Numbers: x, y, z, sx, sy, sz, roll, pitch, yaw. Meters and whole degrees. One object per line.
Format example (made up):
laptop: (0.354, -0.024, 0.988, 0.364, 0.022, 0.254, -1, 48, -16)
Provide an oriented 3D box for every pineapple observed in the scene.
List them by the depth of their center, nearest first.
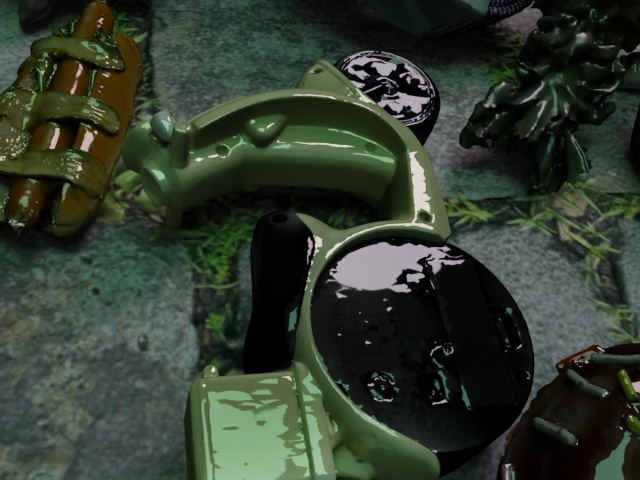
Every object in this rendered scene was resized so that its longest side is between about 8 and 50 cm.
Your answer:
pineapple: (0.253, -0.217, 0.681, 0.175, 0.175, 0.361, 35, 81, 16)

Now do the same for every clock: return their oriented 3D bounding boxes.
clock: (0.000, 0.000, 0.542, 0.277, 0.120, 0.378, -3, 55, -18)

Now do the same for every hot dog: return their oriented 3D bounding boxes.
hot dog: (-0.217, -0.111, 0.614, 0.110, 0.072, 0.269, 9, 55, -5)

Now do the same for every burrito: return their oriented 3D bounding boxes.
burrito: (0.408, -0.179, 0.779, 0.186, 0.041, 0.045, 4, 12, -5)

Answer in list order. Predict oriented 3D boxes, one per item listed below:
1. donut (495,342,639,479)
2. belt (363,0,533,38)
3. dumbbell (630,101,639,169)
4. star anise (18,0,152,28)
donut: (0.231, 0.181, 0.423, 0.270, 0.103, 0.269, 6, 66, -14)
belt: (0.099, -0.357, 0.722, 0.325, 0.122, 0.260, 48, 66, -23)
dumbbell: (0.467, -0.103, 0.667, 0.317, 0.156, 0.143, 0, 84, -9)
star anise: (-0.226, -0.314, 0.699, 0.237, 0.229, 0.093, 6, 19, -18)
